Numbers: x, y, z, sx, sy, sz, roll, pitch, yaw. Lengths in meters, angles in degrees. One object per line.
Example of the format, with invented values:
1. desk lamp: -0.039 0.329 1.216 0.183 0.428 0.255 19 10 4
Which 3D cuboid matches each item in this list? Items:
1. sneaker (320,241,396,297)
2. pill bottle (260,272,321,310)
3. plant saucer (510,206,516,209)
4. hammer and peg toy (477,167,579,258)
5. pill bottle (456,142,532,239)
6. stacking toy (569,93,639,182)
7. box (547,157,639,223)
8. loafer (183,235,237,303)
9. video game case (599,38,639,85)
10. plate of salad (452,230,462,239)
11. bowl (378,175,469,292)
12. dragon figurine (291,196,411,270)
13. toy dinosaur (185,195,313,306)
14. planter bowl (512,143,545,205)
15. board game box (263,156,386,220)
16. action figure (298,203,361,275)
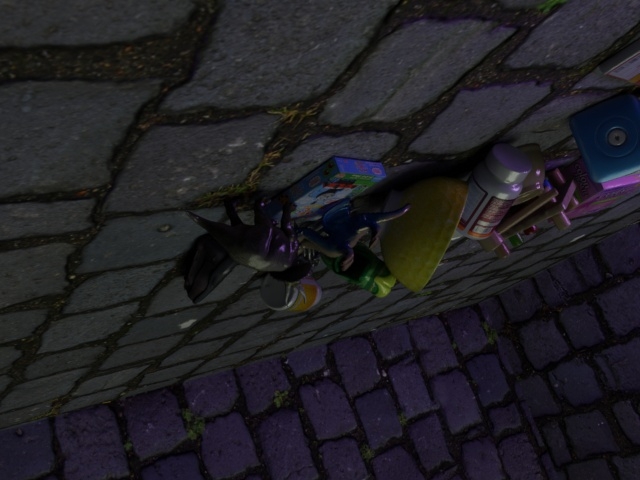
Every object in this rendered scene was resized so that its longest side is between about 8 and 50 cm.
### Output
1. sneaker: 0.080 0.048 1.848 0.124 0.109 0.296 33 177 -33
2. pill bottle: -0.078 0.147 2.105 0.118 0.117 0.208 -26 165 20
3. plant saucer: 0.630 -0.086 2.276 0.195 0.037 0.195 -7 -176 1
4. hammer and peg toy: 0.565 -0.060 1.970 0.266 0.127 0.361 -30 -175 32
5. pill bottle: 0.399 -0.115 1.714 0.121 0.121 0.221 -10 143 -33
6. stacking toy: 0.701 -0.235 1.757 0.166 0.175 0.302 -22 176 15
7. box: 0.804 -0.165 2.145 0.214 0.117 0.243 -12 162 -27
8. loafer: -0.264 0.063 1.680 0.109 0.095 0.302 -47 -177 -28
9. video game case: 0.707 -0.380 1.453 0.285 0.025 0.204 -3 157 -47
10. plate of salad: 0.387 -0.043 2.175 0.200 0.048 0.200 -9 161 -3
11. bowl: 0.213 -0.039 1.699 0.156 0.289 0.289 25 158 -1
12. dragon figurine: 0.053 -0.035 1.554 0.289 0.144 0.085 -39 166 -5
13. toy dinosaur: -0.114 0.002 1.410 0.121 0.160 0.314 -27 145 30
14. planter bowl: 0.488 -0.153 1.802 0.162 0.109 0.162 -19 165 -5
15. board game box: 0.008 -0.102 1.503 0.212 0.039 0.160 -30 162 36
16. action figure: 0.000 0.000 1.724 0.185 0.099 0.285 -14 166 -37
